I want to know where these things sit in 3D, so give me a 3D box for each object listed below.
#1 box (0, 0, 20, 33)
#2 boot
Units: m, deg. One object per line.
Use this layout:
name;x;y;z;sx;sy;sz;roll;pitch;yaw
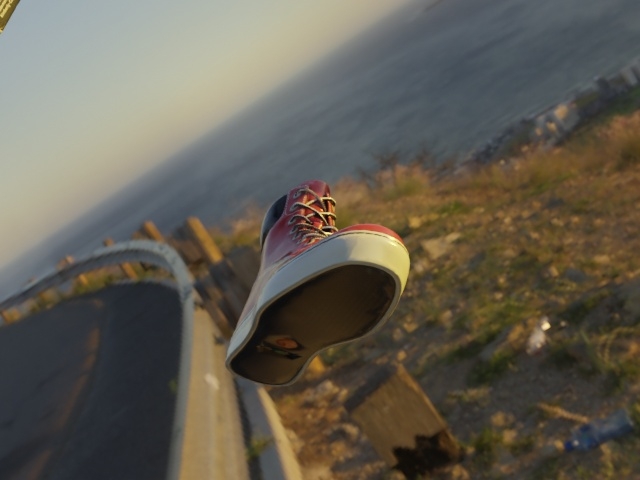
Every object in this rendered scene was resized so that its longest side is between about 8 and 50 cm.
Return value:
box;-0.423;-0.309;0.942;0.165;0.270;0.143;-15;46;45
boot;0.000;0.000;0.788;0.244;0.088;0.176;-42;30;55
